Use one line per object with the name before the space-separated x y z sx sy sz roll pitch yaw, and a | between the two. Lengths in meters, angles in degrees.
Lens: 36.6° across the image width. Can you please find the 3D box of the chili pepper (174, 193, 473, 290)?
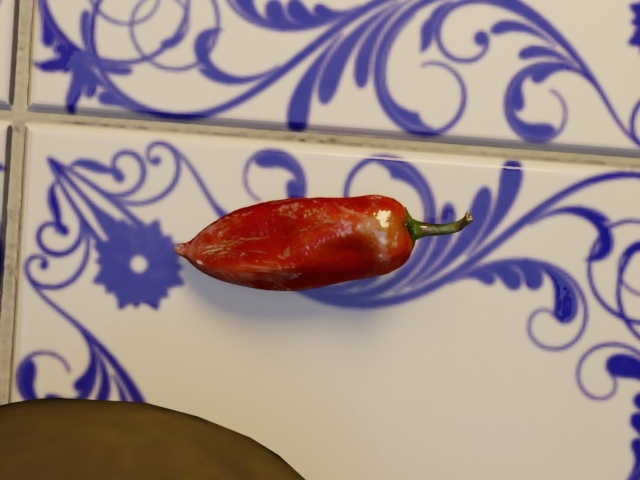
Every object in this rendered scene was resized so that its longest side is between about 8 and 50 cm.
chili pepper | 0.000 0.001 0.605 0.191 0.050 0.059 -5 96 12

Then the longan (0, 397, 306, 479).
longan | -0.136 0.263 0.484 0.405 0.336 0.404 -5 130 -6
